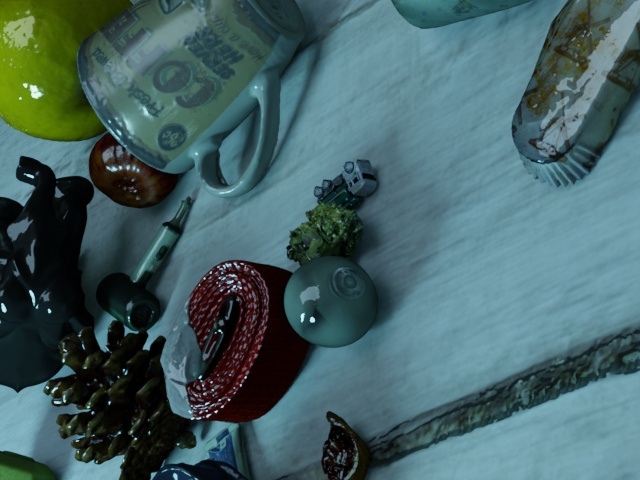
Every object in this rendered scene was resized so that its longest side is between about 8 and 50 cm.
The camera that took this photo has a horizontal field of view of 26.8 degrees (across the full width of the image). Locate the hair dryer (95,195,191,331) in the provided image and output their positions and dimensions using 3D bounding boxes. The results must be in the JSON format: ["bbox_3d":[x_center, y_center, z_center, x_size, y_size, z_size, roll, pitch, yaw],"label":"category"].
[{"bbox_3d":[-0.227,0.025,1.843,0.100,0.057,0.198,25,84,50],"label":"hair dryer"}]

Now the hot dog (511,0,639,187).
[{"bbox_3d":[0.275,-0.174,1.358,0.131,0.069,0.253,37,102,42],"label":"hot dog"}]

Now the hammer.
[{"bbox_3d":[0.195,-0.406,1.550,0.206,0.119,0.336,-6,59,45],"label":"hammer"}]

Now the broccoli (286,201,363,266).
[{"bbox_3d":[0.000,0.000,1.561,0.097,0.095,0.092,25,46,27],"label":"broccoli"}]

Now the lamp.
[{"bbox_3d":[0.012,0.068,1.493,0.105,0.105,0.105,-26,52,39],"label":"lamp"}]

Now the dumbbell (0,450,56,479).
[{"bbox_3d":[-0.459,0.438,1.833,0.108,0.121,0.302,12,78,21],"label":"dumbbell"}]

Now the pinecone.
[{"bbox_3d":[-0.251,0.195,1.679,0.212,0.168,0.186,33,82,39],"label":"pinecone"}]

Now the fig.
[{"bbox_3d":[-0.248,-0.113,1.892,0.150,0.128,0.128,-35,27,-30],"label":"fig"}]

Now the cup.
[{"bbox_3d":[-0.139,-0.213,1.760,0.257,0.227,0.301,-34,76,27],"label":"cup"}]

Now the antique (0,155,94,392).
[{"bbox_3d":[-0.410,0.068,1.895,0.322,0.185,0.255,111,162,-44],"label":"antique"}]

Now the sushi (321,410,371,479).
[{"bbox_3d":[0.024,0.231,1.438,0.050,0.047,0.099,-30,51,32],"label":"sushi"}]

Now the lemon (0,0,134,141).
[{"bbox_3d":[-0.393,-0.282,2.020,0.293,0.293,0.293,-26,52,39],"label":"lemon"}]

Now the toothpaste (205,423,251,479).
[{"bbox_3d":[-0.095,0.296,1.551,0.057,0.035,0.197,-39,42,17],"label":"toothpaste"}]

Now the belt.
[{"bbox_3d":[-0.090,0.121,1.572,0.128,0.124,0.201,34,103,32],"label":"belt"}]

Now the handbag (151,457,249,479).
[{"bbox_3d":[-0.136,0.423,1.410,0.269,0.118,0.326,35,97,24],"label":"handbag"}]

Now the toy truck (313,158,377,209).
[{"bbox_3d":[0.030,-0.058,1.597,0.083,0.039,0.044,-39,62,31],"label":"toy truck"}]
